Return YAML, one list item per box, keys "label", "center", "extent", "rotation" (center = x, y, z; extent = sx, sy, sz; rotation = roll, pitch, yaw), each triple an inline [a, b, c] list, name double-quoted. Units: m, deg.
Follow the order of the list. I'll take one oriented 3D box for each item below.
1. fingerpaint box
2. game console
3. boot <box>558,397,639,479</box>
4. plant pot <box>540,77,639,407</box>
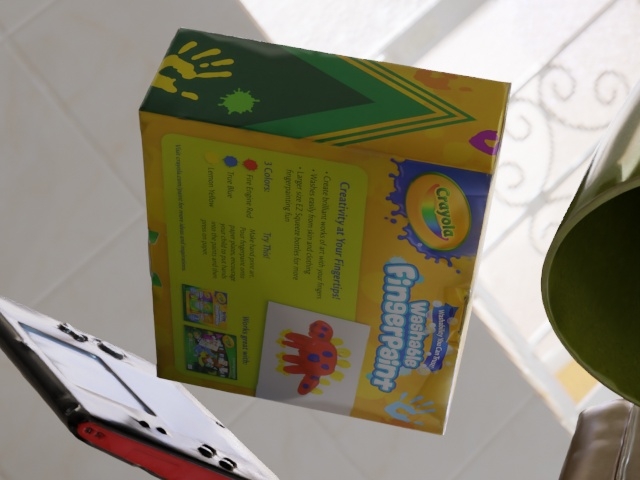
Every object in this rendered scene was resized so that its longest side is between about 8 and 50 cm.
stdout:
- label: "fingerpaint box"
  center: [0.000, 0.000, 1.509]
  extent: [0.371, 0.163, 0.444]
  rotation: [10, -44, 7]
- label: "game console"
  center: [-0.242, 0.196, 1.627]
  extent: [0.342, 0.060, 0.386]
  rotation: [37, -3, -40]
- label: "boot"
  center: [0.179, 0.191, 0.966]
  extent: [0.236, 0.269, 0.089]
  rotation: [15, -67, 17]
- label: "plant pot"
  center: [0.319, -0.058, 0.917]
  extent: [0.275, 0.293, 0.274]
  rotation: [14, -38, 11]
